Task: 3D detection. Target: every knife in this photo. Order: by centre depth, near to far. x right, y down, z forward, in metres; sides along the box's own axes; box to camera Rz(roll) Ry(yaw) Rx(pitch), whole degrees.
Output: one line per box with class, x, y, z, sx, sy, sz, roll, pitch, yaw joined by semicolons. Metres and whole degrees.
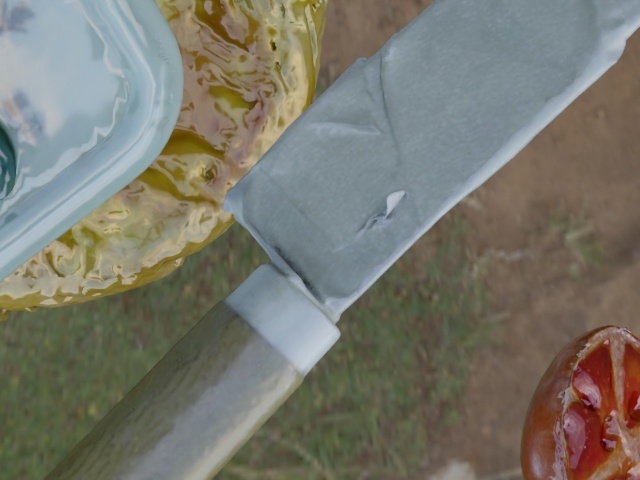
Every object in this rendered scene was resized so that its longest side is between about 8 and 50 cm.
knife;-0.001;-0.001;0.390;0.298;0.047;0.017;-45;143;-7

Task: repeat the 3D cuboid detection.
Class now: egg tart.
egg tart;-0.126;-0.115;0.830;0.295;0.116;0.295;-9;105;-34

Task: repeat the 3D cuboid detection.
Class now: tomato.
tomato;0.184;0.136;1.287;0.069;0.155;0.155;-13;126;43

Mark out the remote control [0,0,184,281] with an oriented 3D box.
remote control;-0.186;0.021;0.376;0.335;0.065;0.128;-38;126;-11
